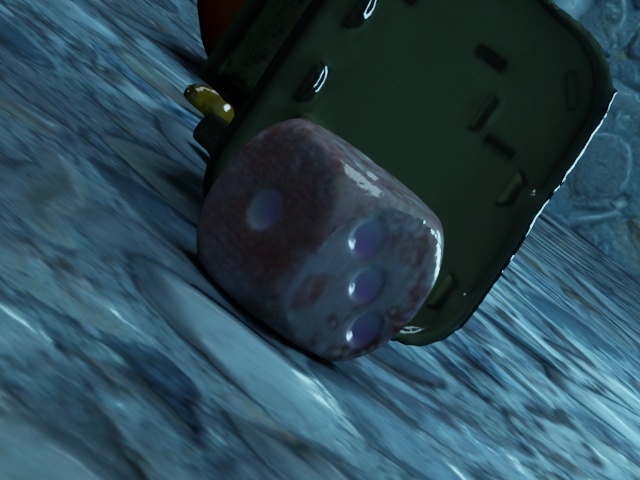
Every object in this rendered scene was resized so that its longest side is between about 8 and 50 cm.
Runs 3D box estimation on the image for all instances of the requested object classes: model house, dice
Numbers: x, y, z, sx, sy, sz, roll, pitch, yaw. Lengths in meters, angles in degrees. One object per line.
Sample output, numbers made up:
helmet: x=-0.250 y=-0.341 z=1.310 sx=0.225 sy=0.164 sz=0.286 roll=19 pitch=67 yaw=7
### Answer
model house: x=0.006 y=-0.100 z=1.229 sx=0.205 sy=0.218 sz=0.278 roll=34 pitch=4 yaw=-30
dice: x=0.000 y=0.000 z=1.000 sx=0.091 sy=0.093 sz=0.094 roll=29 pitch=12 yaw=-46

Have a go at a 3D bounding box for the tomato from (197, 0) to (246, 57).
tomato: x=-0.002 y=-0.188 z=1.800 sx=0.260 sy=0.180 sz=0.260 roll=38 pitch=9 yaw=-7

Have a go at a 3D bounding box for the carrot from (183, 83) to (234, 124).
carrot: x=0.016 y=-0.057 z=1.586 sx=0.336 sy=0.069 sz=0.069 roll=24 pitch=14 yaw=-36
